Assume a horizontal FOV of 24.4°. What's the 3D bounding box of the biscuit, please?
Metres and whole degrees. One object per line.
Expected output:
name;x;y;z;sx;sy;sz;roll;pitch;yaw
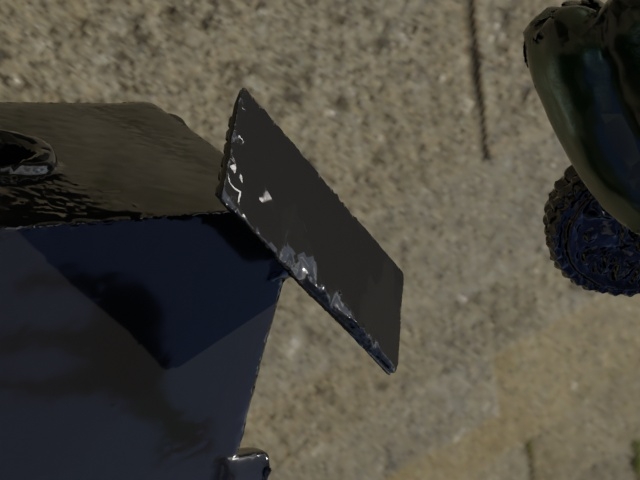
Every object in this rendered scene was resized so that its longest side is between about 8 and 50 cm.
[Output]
biscuit;0.285;-0.023;1.277;0.194;0.053;0.194;-4;135;-5

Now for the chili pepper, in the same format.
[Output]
chili pepper;0.223;-0.139;1.018;0.165;0.174;0.261;-29;97;-29

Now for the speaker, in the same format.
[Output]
speaker;-0.160;0.045;0.896;0.254;0.184;0.232;-6;120;-41

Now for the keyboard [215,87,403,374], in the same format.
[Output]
keyboard;-0.002;0.001;0.815;0.015;0.074;0.196;-15;142;24
